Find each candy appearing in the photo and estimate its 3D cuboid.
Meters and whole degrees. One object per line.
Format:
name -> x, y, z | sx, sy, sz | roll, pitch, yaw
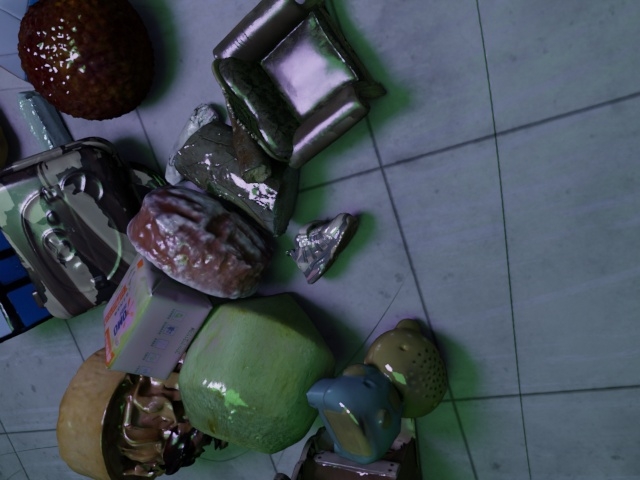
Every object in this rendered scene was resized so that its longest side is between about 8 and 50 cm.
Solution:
candy -> -0.230, -0.002, 1.083 | 0.289, 0.214, 0.157 | 27, 117, -15

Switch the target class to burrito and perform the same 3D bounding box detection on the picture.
burrito -> -0.273, -0.198, 1.132 | 0.064, 0.064, 0.203 | 42, 119, 5

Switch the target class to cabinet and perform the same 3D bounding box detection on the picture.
cabinet -> 0.072, 0.546, 1.113 | 0.227, 0.290, 0.318 | -1, 106, 24

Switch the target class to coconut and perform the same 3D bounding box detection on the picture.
coconut -> -0.127, 0.252, 1.113 | 0.328, 0.329, 0.281 | -10, 146, 26

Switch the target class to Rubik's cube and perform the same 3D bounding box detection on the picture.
Rubik's cube -> -0.750, 0.079, 1.308 | 0.293, 0.288, 0.284 | -23, 98, 31
Rubik's cube -> -0.619, -0.463, 1.100 | 0.254, 0.254, 0.255 | 8, 111, 21

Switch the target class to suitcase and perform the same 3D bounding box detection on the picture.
suitcase -> -0.485, -0.039, 1.175 | 0.339, 0.194, 0.352 | -23, 113, -9

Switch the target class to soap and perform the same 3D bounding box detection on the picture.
soap -> -0.334, 0.146, 1.095 | 0.138, 0.182, 0.199 | 24, 108, -35

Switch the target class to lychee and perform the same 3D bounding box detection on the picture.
lychee -> -0.452, -0.361, 1.053 | 0.260, 0.260, 0.261 | 8, 111, 21

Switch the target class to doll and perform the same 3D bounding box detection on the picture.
doll -> 0.126, 0.279, 1.024 | 0.161, 0.260, 0.177 | -21, 99, 58

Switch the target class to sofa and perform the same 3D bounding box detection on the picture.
sofa -> -0.042, -0.280, 0.934 | 0.200, 0.182, 0.258 | -32, 93, 28

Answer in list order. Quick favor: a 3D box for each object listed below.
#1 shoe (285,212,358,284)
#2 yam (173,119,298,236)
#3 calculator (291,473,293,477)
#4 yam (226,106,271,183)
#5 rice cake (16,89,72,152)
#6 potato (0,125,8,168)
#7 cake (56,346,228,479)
shoe -> 0.000, 0.000, 1.072 | 0.092, 0.089, 0.180 | 40, 126, 8
yam -> -0.149, -0.131, 1.057 | 0.254, 0.154, 0.154 | 34, 118, 15
calculator -> -0.031, 0.619, 1.328 | 0.100, 0.032, 0.175 | 22, 115, 15
yam -> -0.137, -0.215, 0.988 | 0.061, 0.061, 0.253 | -33, 55, 29
rice cake -> -0.606, -0.192, 1.272 | 0.062, 0.066, 0.337 | -17, 101, 22
potato -> -0.878, -0.237, 1.300 | 0.242, 0.242, 0.286 | -18, 93, 27
cake -> -0.370, 0.408, 1.239 | 0.320, 0.332, 0.333 | 3, 109, 21
